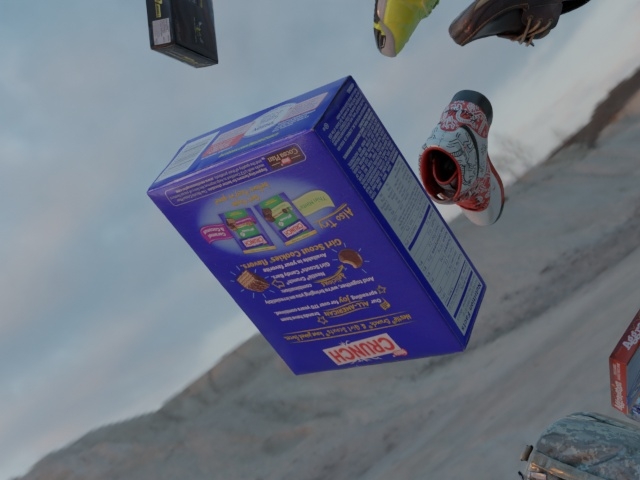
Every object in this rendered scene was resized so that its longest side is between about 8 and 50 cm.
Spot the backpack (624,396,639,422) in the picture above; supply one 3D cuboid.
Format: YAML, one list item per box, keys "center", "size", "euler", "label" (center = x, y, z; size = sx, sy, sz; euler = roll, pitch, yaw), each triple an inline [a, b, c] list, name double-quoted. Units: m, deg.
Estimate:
- center: [0.552, 0.254, 1.626]
  size: [0.105, 0.084, 0.114]
  euler: [-52, 24, -12]
  label: "backpack"

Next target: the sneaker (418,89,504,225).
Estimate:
- center: [0.215, -0.088, 1.487]
  size: [0.145, 0.090, 0.270]
  euler: [-55, -33, -33]
  label: "sneaker"

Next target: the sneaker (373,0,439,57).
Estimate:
- center: [0.218, -0.526, 1.842]
  size: [0.384, 0.147, 0.145]
  euler: [-66, -12, -1]
  label: "sneaker"

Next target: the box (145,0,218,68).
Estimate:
- center: [-0.268, -0.462, 1.839]
  size: [0.059, 0.232, 0.183]
  euler: [-7, -4, 19]
  label: "box"

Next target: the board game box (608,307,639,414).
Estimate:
- center: [0.451, 0.078, 1.229]
  size: [0.281, 0.027, 0.145]
  euler: [-51, -35, -19]
  label: "board game box"

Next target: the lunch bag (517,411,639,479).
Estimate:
- center: [0.564, 0.457, 1.836]
  size: [0.256, 0.305, 0.212]
  euler: [18, -91, -55]
  label: "lunch bag"

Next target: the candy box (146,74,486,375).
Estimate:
- center: [0.000, 0.000, 1.116]
  size: [0.268, 0.317, 0.122]
  euler: [-15, 30, 39]
  label: "candy box"

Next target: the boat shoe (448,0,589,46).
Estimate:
- center: [0.395, -0.442, 1.811]
  size: [0.355, 0.130, 0.132]
  euler: [-33, -2, -25]
  label: "boat shoe"
